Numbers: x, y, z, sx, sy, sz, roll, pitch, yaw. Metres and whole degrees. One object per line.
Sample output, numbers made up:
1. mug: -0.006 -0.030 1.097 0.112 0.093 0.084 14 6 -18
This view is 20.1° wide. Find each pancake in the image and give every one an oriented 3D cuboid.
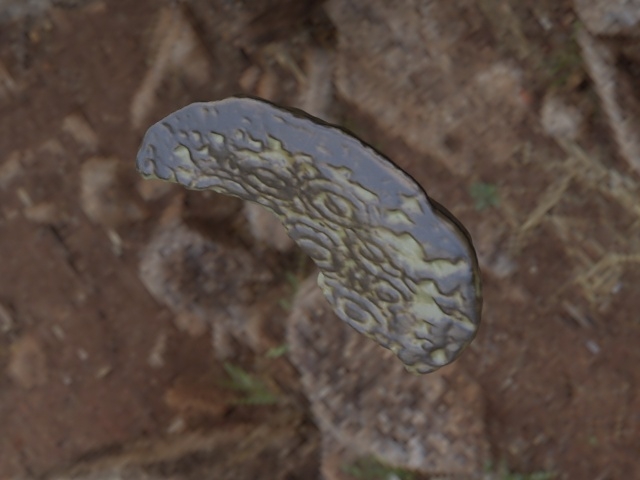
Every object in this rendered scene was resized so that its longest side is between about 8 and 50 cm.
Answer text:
1. pancake: 0.000 0.000 0.904 0.184 0.020 0.190 2 134 37
